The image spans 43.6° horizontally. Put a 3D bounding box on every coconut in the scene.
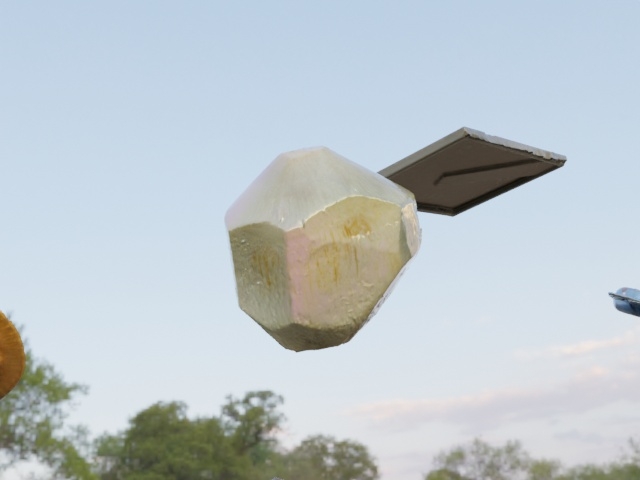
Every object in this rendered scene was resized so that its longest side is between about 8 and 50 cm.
[{"bbox_3d":[0.000,0.000,0.926,0.236,0.237,0.197,4,15,-15],"label":"coconut"}]

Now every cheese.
[{"bbox_3d":[0.613,0.121,1.517,0.135,0.052,0.244,15,-1,24],"label":"cheese"}]

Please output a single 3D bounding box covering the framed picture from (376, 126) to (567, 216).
[{"bbox_3d":[0.194,-0.089,1.136,0.213,0.016,0.289,-27,-20,37],"label":"framed picture"}]

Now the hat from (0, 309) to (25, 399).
[{"bbox_3d":[-0.519,0.197,0.960,0.244,0.233,0.233,26,-71,-12],"label":"hat"}]

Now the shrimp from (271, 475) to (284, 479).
[{"bbox_3d":[-0.096,0.544,1.776,0.029,0.038,0.092,34,-9,-12],"label":"shrimp"}]
